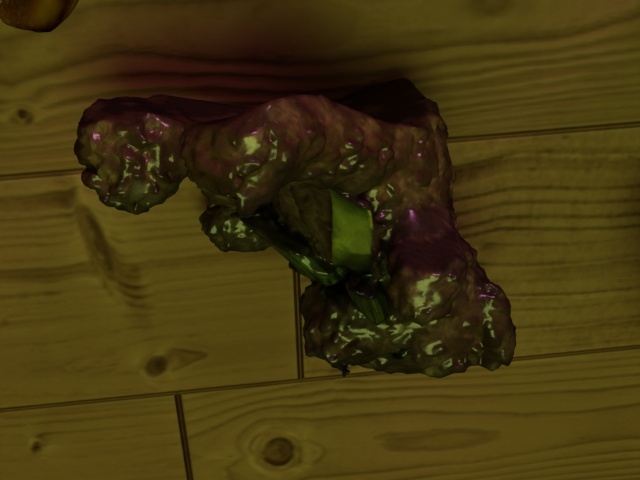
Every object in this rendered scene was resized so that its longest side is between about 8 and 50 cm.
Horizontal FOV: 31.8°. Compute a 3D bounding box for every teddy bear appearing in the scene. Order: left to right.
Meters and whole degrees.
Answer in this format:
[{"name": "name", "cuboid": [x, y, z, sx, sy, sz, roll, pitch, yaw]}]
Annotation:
[{"name": "teddy bear", "cuboid": [-0.007, 0.003, 0.771, 0.296, 0.246, 0.222, -12, 106, -44]}]

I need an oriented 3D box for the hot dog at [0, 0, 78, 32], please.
[{"name": "hot dog", "cuboid": [-0.153, -0.232, 0.639, 0.104, 0.076, 0.250, 17, 128, -12]}]
